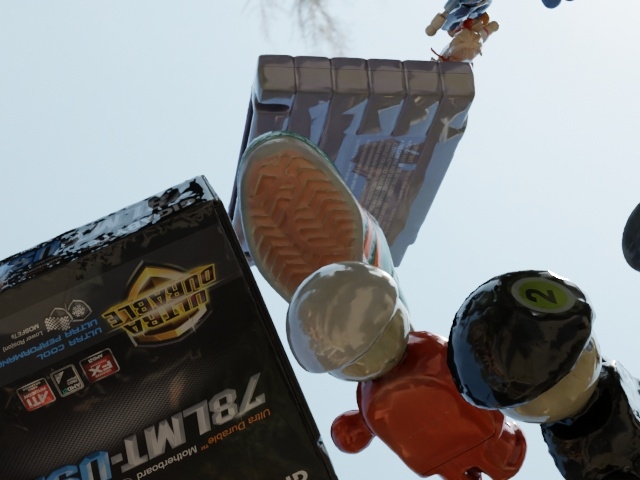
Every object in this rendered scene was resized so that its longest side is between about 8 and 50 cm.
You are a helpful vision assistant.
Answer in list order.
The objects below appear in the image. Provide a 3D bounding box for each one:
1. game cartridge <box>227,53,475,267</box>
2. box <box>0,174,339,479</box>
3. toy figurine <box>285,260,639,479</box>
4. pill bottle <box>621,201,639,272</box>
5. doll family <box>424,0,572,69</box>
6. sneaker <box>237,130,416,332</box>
[{"bbox_3d":[0.022,-0.077,1.332,0.230,0.355,0.068,-3,-120,-13],"label":"game cartridge"},{"bbox_3d":[-0.168,0.136,0.975,0.295,0.073,0.293,-24,-64,-7],"label":"box"},{"bbox_3d":[0.034,0.117,0.502,0.148,0.213,0.209,46,-108,-24],"label":"toy figurine"},{"bbox_3d":[0.439,0.024,1.318,0.219,0.122,0.123,21,-120,-28],"label":"pill bottle"},{"bbox_3d":[0.193,-0.282,1.325,0.263,0.163,0.118,-38,-94,-7],"label":"doll family"},{"bbox_3d":[0.000,0.000,1.129,0.108,0.302,0.121,-23,-140,6],"label":"sneaker"}]
